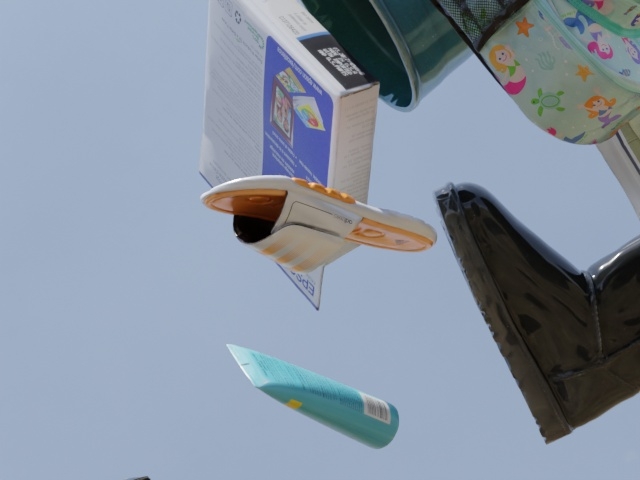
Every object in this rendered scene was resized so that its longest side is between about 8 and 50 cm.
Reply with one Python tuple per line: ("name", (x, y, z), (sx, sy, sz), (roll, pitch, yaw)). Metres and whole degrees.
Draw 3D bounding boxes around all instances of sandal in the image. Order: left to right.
("sandal", (0.006, -0.002, 1.485), (0.265, 0.076, 0.102), (14, -20, -28))

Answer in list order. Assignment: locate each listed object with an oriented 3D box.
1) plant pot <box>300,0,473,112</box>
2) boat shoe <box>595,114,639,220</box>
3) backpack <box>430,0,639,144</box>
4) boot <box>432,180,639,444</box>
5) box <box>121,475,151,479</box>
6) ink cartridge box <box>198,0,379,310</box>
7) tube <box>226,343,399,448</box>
("plant pot", (0.124, -0.327, 1.674), (0.255, 0.271, 0.271), (-36, -34, -9))
("boat shoe", (0.376, -0.101, 1.667), (0.094, 0.302, 0.109), (-32, -13, 19))
("backpack", (0.231, -0.221, 1.399), (0.191, 0.253, 0.225), (-37, -12, 33))
("boot", (0.397, 0.000, 1.756), (0.445, 0.146, 0.367), (-26, -67, 5))
("box", (-0.297, 0.415, 1.548), (0.322, 0.257, 0.079), (-15, -3, -29))
("ink cartridge box", (-0.044, -0.128, 1.718), (0.072, 0.303, 0.307), (-20, -44, -25))
("tube", (-0.005, 0.162, 1.534), (0.207, 0.080, 0.052), (28, -82, -36))
